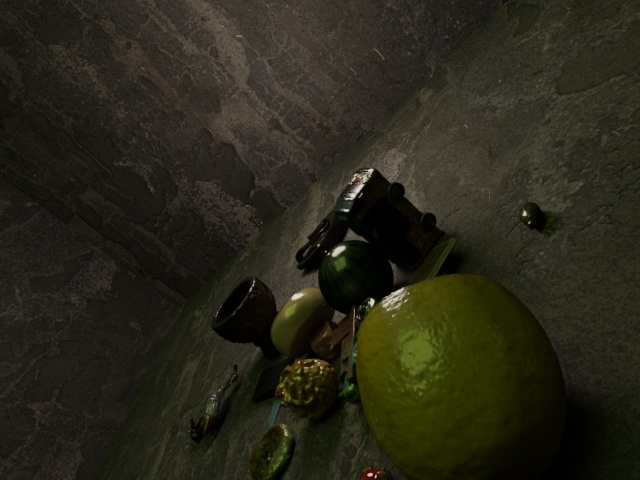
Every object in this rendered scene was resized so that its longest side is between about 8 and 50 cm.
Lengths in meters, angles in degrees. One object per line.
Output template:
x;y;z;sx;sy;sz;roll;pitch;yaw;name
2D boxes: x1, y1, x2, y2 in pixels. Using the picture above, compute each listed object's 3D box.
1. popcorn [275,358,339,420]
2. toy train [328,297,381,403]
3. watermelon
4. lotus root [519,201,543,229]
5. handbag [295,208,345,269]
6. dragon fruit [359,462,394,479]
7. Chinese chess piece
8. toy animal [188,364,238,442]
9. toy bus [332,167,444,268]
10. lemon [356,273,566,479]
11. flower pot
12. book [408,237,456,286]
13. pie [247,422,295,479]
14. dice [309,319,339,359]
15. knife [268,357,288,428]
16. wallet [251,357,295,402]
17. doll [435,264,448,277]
-0.035;0.420;1.325;0.180;0.180;0.170;-34;-13;36;popcorn
0.122;0.301;1.262;0.221;0.150;0.304;-50;17;30;toy train
0.110;0.119;1.470;0.242;0.242;0.242;-42;19;18;watermelon
0.534;-0.063;1.176;0.049;0.054;0.099;-61;6;39;lotus root
0.000;0.000;2.189;0.257;0.113;0.286;-38;20;48;handbag
0.115;0.503;0.946;0.086;0.081;0.116;-54;17;17;dragon fruit
-0.057;0.274;1.560;0.250;0.097;0.251;-40;-29;-28;Chinese chess piece
-0.415;0.644;1.842;0.324;0.090;0.195;-56;20;-17;toy animal
0.213;-0.069;1.496;0.194;0.323;0.162;-53;19;-6;toy bus
0.239;0.259;0.784;0.364;0.364;0.364;-42;19;18;lemon
-0.251;0.319;1.850;0.266;0.267;0.267;-40;20;18;flower pot
0.298;0.107;1.344;0.242;0.018;0.170;-54;-2;-16;book
-0.146;0.622;1.356;0.187;0.041;0.187;-41;20;19;pie
0.025;0.320;1.497;0.093;0.091;0.094;-43;18;15;dice
-0.132;0.507;1.604;0.044;0.019;0.313;-33;26;36;knife
-0.164;0.489;1.650;0.244;0.025;0.124;-43;20;42;wallet
0.338;0.099;1.322;0.057;0.039;0.114;-19;9;-2;doll
